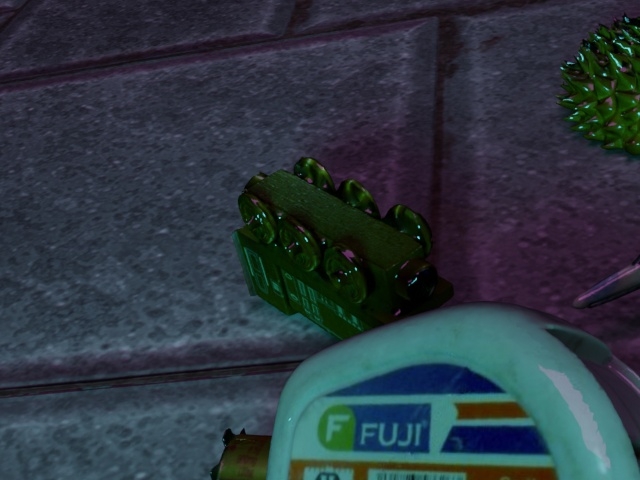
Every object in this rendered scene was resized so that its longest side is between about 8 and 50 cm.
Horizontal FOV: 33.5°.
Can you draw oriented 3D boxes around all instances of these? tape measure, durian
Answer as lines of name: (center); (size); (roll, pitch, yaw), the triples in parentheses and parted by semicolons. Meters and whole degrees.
tape measure: (0.085, 0.159, 0.548); (0.243, 0.125, 0.246); (-8, 68, 40)
durian: (0.400, -0.148, 1.056); (0.352, 0.158, 0.169); (7, 3, 31)

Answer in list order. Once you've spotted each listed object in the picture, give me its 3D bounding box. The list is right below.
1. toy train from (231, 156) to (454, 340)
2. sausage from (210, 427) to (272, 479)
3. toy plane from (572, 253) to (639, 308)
toy train: (0.015, 0.021, 0.882); (0.090, 0.137, 0.225); (-32, 40, -24)
sausage: (0.108, 0.166, 0.666); (0.372, 0.082, 0.082); (0, 34, 21)
toy plane: (0.316, 0.009, 0.838); (0.262, 0.088, 0.192); (-30, 28, -7)
